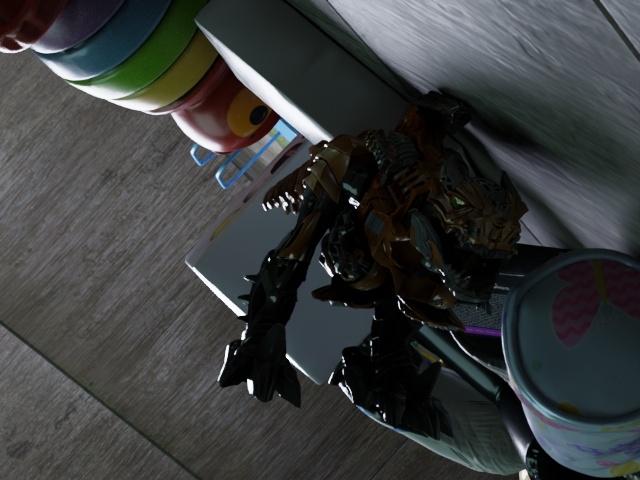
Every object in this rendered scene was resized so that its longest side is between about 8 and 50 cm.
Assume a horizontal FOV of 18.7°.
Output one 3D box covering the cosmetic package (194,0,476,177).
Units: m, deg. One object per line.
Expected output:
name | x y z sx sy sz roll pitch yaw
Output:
cosmetic package | 0.015 -0.097 1.442 0.239 0.060 0.099 42 178 28

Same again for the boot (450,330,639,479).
boot | 0.212 0.118 1.639 0.178 0.085 0.236 42 180 -40

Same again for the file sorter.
file sorter | -0.047 -0.075 2.138 0.170 0.104 0.118 43 176 7

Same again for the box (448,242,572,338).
box | 0.145 0.040 1.436 0.116 0.029 0.162 7 162 21

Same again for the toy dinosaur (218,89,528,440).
toy dinosaur | 0.040 0.005 1.282 0.164 0.218 0.322 16 -176 -4

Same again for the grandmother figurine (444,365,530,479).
grandmother figurine | 0.210 0.161 2.018 0.208 0.104 0.342 -4 149 19

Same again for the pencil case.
pencil case | 0.186 0.088 1.277 0.124 0.113 0.273 34 174 17

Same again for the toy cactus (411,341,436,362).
toy cactus | 0.093 0.069 2.073 0.112 0.219 0.180 13 135 0

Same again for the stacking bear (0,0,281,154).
stacking bear | -0.135 -0.172 1.577 0.289 0.175 0.164 36 180 -39

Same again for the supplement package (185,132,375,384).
supplement package | 0.000 0.000 1.692 0.149 0.194 0.203 43 176 -5

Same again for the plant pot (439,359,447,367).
plant pot | 0.189 0.131 2.169 0.081 0.081 0.083 43 -164 1

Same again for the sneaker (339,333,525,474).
sneaker | 0.101 0.154 1.863 0.237 0.085 0.086 31 173 -14

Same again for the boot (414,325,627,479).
boot | 0.180 0.132 1.757 0.246 0.094 0.207 38 -167 -21
